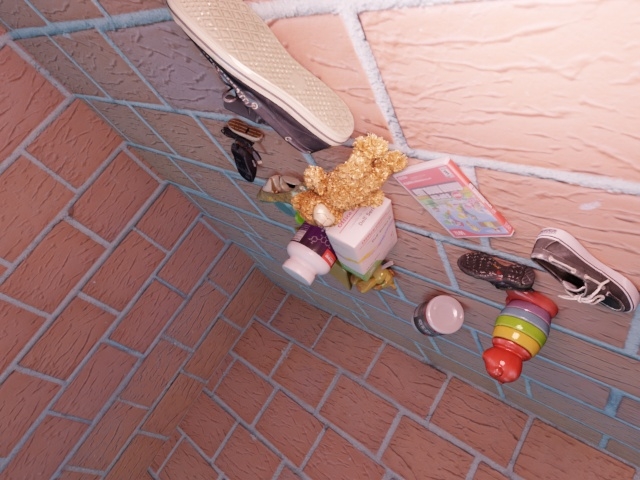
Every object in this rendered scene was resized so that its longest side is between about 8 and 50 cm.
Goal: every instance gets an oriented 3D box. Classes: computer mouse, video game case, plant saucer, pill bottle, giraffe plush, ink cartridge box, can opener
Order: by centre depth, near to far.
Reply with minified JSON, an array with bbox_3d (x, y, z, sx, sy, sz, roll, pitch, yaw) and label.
[{"bbox_3d":[0.349,-0.103,1.102,0.285,0.025,0.204,40,163,-21],"label":"video game case"},{"bbox_3d":[-0.167,-0.392,1.221,0.284,0.095,0.076,31,-157,28],"label":"can opener"},{"bbox_3d":[0.142,-0.030,1.377,0.119,0.207,0.353,31,165,27],"label":"ink cartridge box"},{"bbox_3d":[0.000,0.000,1.533,0.182,0.322,0.181,31,164,10],"label":"pill bottle"},{"bbox_3d":[-0.274,-0.325,1.614,0.184,0.060,0.261,29,152,32],"label":"computer mouse"},{"bbox_3d":[0.505,0.342,1.832,0.161,0.161,0.283,32,164,6],"label":"pill bottle"},{"bbox_3d":[0.257,0.162,1.863,0.211,0.181,0.170,-16,150,24],"label":"giraffe plush"},{"bbox_3d":[-0.160,-0.159,1.900,0.195,0.037,0.195,31,163,11],"label":"plant saucer"},{"bbox_3d":[0.039,0.072,2.013,0.333,0.081,0.332,40,168,20],"label":"plant saucer"}]

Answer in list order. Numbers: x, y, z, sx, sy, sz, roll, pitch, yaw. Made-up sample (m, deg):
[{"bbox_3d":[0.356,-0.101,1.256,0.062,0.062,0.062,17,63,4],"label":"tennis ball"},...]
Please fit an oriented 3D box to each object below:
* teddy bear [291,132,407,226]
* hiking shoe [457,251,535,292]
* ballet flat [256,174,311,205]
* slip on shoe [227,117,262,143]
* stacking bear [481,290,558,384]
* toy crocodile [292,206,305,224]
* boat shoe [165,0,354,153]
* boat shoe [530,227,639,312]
[{"bbox_3d":[0.073,-0.139,1.093,0.245,0.338,0.113,35,-149,-56],"label":"teddy bear"},{"bbox_3d":[0.527,0.110,1.258,0.227,0.086,0.114,20,155,38],"label":"hiking shoe"},{"bbox_3d":[-0.151,-0.206,1.647,0.349,0.123,0.123,16,156,48],"label":"ballet flat"},{"bbox_3d":[-0.262,-0.380,1.444,0.136,0.051,0.041,24,160,7],"label":"slip on shoe"},{"bbox_3d":[0.610,0.308,1.303,0.164,0.288,0.175,23,160,35],"label":"stacking bear"},{"bbox_3d":[-0.002,-0.067,1.773,0.340,0.105,0.115,47,160,-25],"label":"toy crocodile"},{"bbox_3d":[-0.143,-0.377,0.964,0.500,0.186,0.156,36,144,-24],"label":"boat shoe"},{"bbox_3d":[0.630,0.098,0.992,0.306,0.104,0.113,38,163,-14],"label":"boat shoe"}]
